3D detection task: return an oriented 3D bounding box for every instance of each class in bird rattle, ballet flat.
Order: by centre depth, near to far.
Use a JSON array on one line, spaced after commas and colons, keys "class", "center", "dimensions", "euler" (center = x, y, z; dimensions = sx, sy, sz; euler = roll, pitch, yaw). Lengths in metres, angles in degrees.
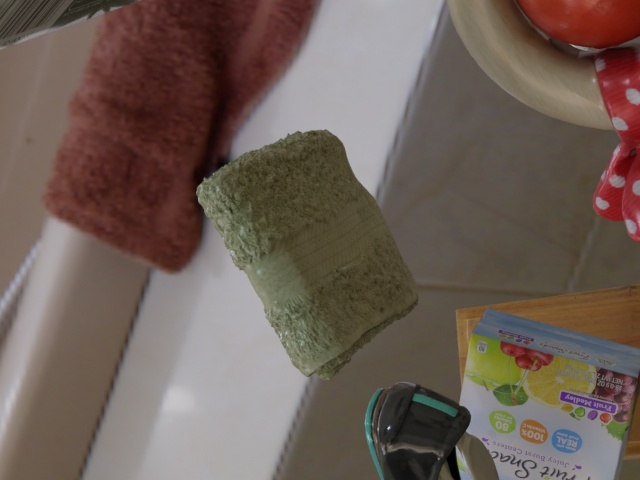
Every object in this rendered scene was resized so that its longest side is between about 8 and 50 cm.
[{"class": "bird rattle", "center": [0.159, -0.120, 0.671], "dimensions": [0.207, 0.143, 0.253], "euler": [21, 132, 7]}, {"class": "ballet flat", "center": [0.106, 0.230, 1.191], "dimensions": [0.096, 0.280, 0.095], "euler": [5, 48, 21]}]

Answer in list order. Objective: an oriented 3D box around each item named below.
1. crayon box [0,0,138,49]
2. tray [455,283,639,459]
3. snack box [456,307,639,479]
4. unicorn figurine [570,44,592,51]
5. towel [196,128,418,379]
[{"class": "crayon box", "center": [-0.217, -0.301, 0.954], "dimensions": [0.106, 0.363, 0.313], "euler": [-40, 88, 34]}, {"class": "tray", "center": [0.368, 0.158, 1.696], "dimensions": [0.411, 0.076, 0.203], "euler": [-10, 76, 27]}, {"class": "snack box", "center": [0.231, 0.193, 1.474], "dimensions": [0.174, 0.070, 0.207], "euler": [14, 118, 17]}, {"class": "unicorn figurine", "center": [0.312, -0.243, 1.844], "dimensions": [0.162, 0.111, 0.060], "euler": [-41, 25, 54]}, {"class": "towel", "center": [0.000, 0.000, 0.664], "dimensions": [0.027, 0.148, 0.110], "euler": [-31, 89, 24]}]
